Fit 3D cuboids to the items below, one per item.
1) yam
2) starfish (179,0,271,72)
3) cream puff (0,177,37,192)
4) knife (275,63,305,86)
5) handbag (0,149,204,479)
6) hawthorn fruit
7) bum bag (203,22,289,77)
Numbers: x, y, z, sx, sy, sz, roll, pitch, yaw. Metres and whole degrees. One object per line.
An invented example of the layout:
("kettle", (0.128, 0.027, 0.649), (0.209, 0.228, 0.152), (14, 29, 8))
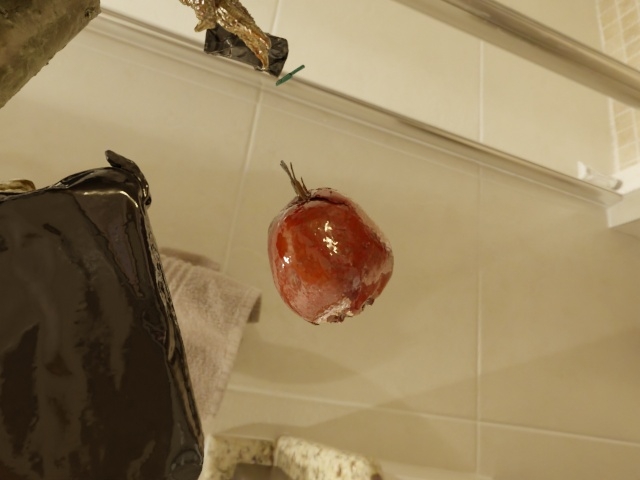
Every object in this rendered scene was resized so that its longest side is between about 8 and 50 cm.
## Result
("yam", (-0.436, -0.284, 0.598), (0.304, 0.168, 0.168), (-63, 11, -25))
("starfish", (-0.180, -0.421, 0.809), (0.084, 0.302, 0.293), (-38, 80, 30))
("cream puff", (-0.563, 0.007, 0.755), (0.291, 0.325, 0.257), (103, 146, -50))
("knife", (-0.067, -0.365, 1.028), (0.091, 0.014, 0.005), (-40, -7, -21))
("handbag", (-0.230, 0.088, 0.434), (0.075, 0.192, 0.331), (130, 126, -81))
("hawthorn fruit", (0.000, 0.000, 0.793), (0.298, 0.211, 0.211), (64, 162, -5))
("bum bag", (-0.219, -0.581, 1.389), (0.060, 0.249, 0.123), (-118, 43, -56))
